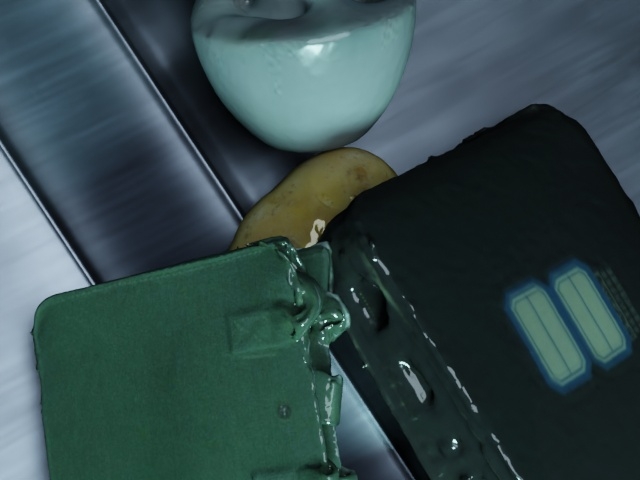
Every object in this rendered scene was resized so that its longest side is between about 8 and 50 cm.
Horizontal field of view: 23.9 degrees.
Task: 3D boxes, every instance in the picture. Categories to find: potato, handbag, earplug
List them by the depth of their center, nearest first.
[{"bbox_3d":[-0.090,0.139,1.123,0.079,0.260,0.248,8,71,-59],"label":"handbag"},{"bbox_3d":[0.000,0.000,1.236,0.118,0.109,0.178,35,67,16],"label":"potato"},{"bbox_3d":[-0.044,-0.228,1.243,0.214,0.175,0.326,-20,77,-23],"label":"earplug"}]

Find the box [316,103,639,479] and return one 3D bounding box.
[{"bbox_3d":[0.187,0.079,1.224,0.350,0.091,0.359,-27,85,-46],"label":"box"}]
